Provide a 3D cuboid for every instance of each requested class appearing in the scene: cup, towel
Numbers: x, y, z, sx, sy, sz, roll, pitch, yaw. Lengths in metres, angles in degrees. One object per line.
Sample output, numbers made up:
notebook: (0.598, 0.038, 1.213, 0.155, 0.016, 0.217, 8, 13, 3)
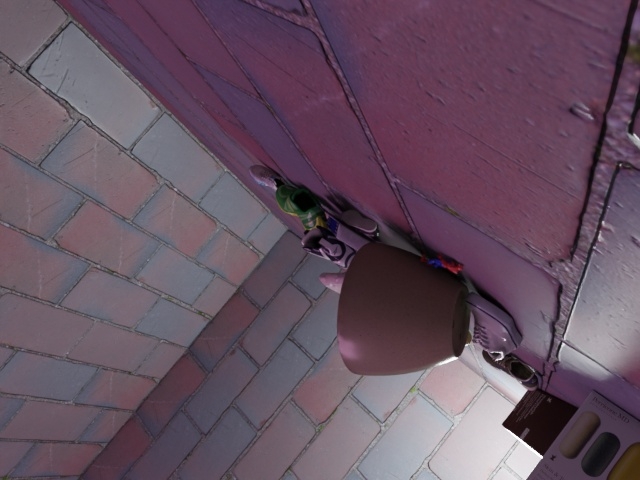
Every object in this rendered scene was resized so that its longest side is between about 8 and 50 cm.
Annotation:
cup: (0.220, 0.175, 1.142, 0.236, 0.331, 0.331, 4, 156, 30)
towel: (0.196, 0.187, 1.663, 0.317, 0.053, 0.331, 29, 162, -24)

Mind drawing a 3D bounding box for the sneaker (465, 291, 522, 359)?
sneaker: (0.398, 0.212, 1.119, 0.258, 0.091, 0.094, 43, 175, -37)

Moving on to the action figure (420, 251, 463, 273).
action figure: (0.264, 0.049, 1.029, 0.038, 0.030, 0.115, 36, 173, -27)

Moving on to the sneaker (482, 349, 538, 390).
sneaker: (0.589, 0.383, 1.486, 0.192, 0.064, 0.086, 36, 167, 38)

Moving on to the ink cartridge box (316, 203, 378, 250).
ink cartridge box: (0.081, -0.019, 1.383, 0.224, 0.045, 0.223, 33, -175, -10)

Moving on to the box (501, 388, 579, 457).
box: (0.771, 0.631, 1.565, 0.143, 0.191, 0.381, 40, 175, -1)

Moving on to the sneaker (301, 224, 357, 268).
sneaker: (0.000, 0.000, 1.462, 0.153, 0.094, 0.235, 33, -174, -25)

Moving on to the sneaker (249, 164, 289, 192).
sneaker: (-0.183, -0.231, 1.782, 0.190, 0.071, 0.083, 31, 168, 5)

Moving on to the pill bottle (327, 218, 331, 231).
pill bottle: (0.082, 0.008, 1.611, 0.193, 0.108, 0.108, 37, 175, 27)

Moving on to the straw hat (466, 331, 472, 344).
straw hat: (0.497, 0.337, 1.679, 0.061, 0.145, 0.144, -15, 140, 31)

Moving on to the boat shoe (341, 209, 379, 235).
boat shoe: (0.109, -0.046, 1.286, 0.125, 0.046, 0.038, 25, 162, 42)

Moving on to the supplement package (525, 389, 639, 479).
supplement package: (0.648, 0.531, 1.111, 0.199, 0.263, 0.198, 36, 174, 38)

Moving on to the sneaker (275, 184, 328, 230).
sneaker: (-0.063, -0.134, 1.625, 0.295, 0.109, 0.124, 41, 150, 47)
